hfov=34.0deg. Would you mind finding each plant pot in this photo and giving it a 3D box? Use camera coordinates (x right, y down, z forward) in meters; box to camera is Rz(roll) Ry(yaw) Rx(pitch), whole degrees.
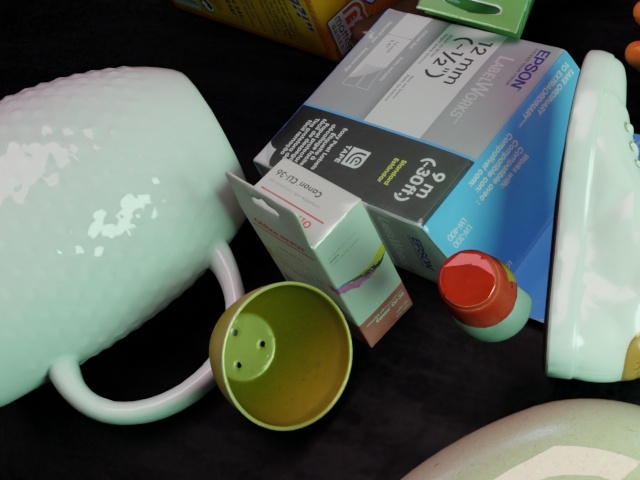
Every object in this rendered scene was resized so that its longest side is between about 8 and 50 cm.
[{"bbox_3d":[-0.052,0.104,0.979,0.134,0.134,0.095,-51,23,-21],"label":"plant pot"}]

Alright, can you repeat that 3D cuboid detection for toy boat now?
[{"bbox_3d":[0.160,0.157,0.778,0.267,0.148,0.318,-19,74,12],"label":"toy boat"}]

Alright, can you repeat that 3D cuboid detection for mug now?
[{"bbox_3d":[-0.227,0.011,1.070,0.328,0.276,0.374,-30,74,-11],"label":"mug"}]

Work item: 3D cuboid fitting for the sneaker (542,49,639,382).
[{"bbox_3d":[0.263,-0.021,0.904,0.123,0.106,0.290,4,81,12],"label":"sneaker"}]

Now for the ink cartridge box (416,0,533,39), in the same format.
[{"bbox_3d":[0.181,-0.283,1.128,0.109,0.062,0.209,18,56,10],"label":"ink cartridge box"}]

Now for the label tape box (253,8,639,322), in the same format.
[{"bbox_3d":[0.141,-0.089,1.053,0.348,0.115,0.249,23,64,41],"label":"label tape box"}]

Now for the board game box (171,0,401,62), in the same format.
[{"bbox_3d":[-0.040,-0.511,1.349,0.356,0.356,0.356,28,66,41],"label":"board game box"}]

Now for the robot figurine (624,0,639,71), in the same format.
[{"bbox_3d":[0.408,-0.184,0.994,0.219,0.128,0.158,11,52,35],"label":"robot figurine"}]

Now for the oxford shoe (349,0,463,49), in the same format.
[{"bbox_3d":[0.134,-0.292,1.253,0.227,0.096,0.083,-22,46,10],"label":"oxford shoe"}]

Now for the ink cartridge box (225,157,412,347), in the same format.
[{"bbox_3d":[0.000,0.000,0.981,0.067,0.198,0.115,-45,46,-16],"label":"ink cartridge box"}]
